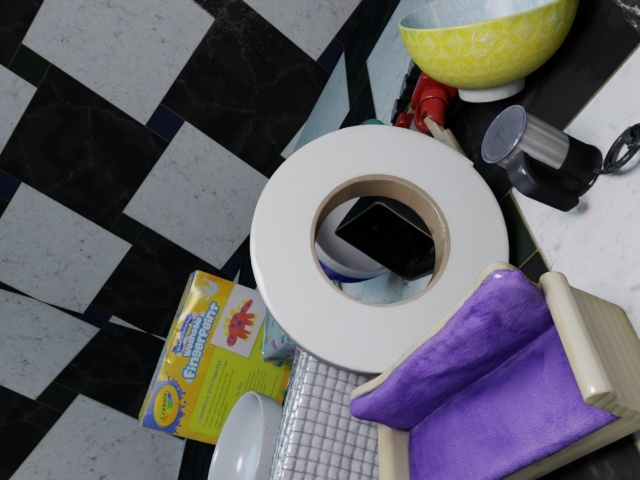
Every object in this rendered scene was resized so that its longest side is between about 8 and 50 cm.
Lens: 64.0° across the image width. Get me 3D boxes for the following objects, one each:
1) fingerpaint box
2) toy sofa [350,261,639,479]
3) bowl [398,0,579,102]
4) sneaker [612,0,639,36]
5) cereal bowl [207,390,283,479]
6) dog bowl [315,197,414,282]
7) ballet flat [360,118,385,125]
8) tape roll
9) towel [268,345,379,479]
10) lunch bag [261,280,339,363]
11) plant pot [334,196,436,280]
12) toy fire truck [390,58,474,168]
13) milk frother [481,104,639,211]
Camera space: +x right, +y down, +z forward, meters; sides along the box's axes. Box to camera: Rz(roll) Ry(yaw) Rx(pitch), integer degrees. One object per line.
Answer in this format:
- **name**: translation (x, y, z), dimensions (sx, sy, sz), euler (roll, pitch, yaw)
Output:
- **fingerpaint box**: translation (-0.280, 0.359, 1.523), dimensions (0.163, 0.371, 0.445), euler (-20, 51, 68)
- **toy sofa**: translation (0.183, 0.202, 0.604), dimensions (0.362, 0.177, 0.150), euler (-54, 22, 38)
- **bowl**: translation (0.291, -0.336, 0.891), dimensions (0.289, 0.289, 0.156), euler (-97, -9, -58)
- **sneaker**: translation (0.435, -0.423, 0.662), dimensions (0.182, 0.158, 0.410), euler (-35, 39, 40)
- **cereal bowl**: translation (-0.157, 0.560, 1.277), dimensions (0.339, 0.141, 0.339), euler (-51, 27, 38)
- **dog bowl**: translation (0.071, -0.044, 1.098), dimensions (0.104, 0.264, 0.265), euler (143, 145, -65)
- **ballet flat**: translation (0.114, -0.197, 1.438), dimensions (0.106, 0.107, 0.316), euler (128, 159, -63)
- **tape roll**: translation (0.088, 0.007, 0.784), dimensions (0.072, 0.392, 0.392), euler (90, -165, -71)
- **towel**: translation (0.052, 0.291, 0.807), dimensions (0.121, 0.235, 0.284), euler (133, 154, -59)
- **lunch bag**: translation (-0.055, 0.190, 1.399), dimensions (0.223, 0.160, 0.262), euler (135, 146, -55)
- **plant pot**: translation (0.171, -0.055, 0.978), dimensions (0.167, 0.188, 0.187), euler (-62, 12, -25)
- **toy fire truck**: translation (0.231, -0.221, 1.051), dimensions (0.217, 0.158, 0.246), euler (107, 176, -64)
- **milk frother**: translation (0.313, -0.125, 0.663), dimensions (0.143, 0.134, 0.129), euler (-57, 21, 33)
